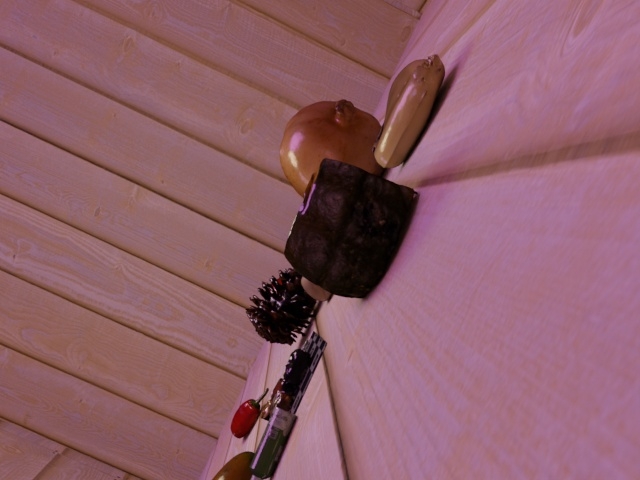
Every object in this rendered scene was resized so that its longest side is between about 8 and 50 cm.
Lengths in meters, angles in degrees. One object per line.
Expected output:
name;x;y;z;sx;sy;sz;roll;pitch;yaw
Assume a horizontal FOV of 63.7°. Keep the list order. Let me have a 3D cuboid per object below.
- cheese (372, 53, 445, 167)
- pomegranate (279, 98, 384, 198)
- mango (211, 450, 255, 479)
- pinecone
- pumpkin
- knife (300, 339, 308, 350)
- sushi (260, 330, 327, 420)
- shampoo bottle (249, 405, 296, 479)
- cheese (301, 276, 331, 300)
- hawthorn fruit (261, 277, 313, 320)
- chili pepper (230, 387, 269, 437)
cheese;0.255;-0.379;1.458;0.315;0.128;0.259;111;172;-45
pomegranate;0.048;-0.318;1.833;0.411;0.412;0.411;-155;90;-86
mango;-0.235;0.661;1.362;0.151;0.120;0.221;-52;2;23
pinecone;-0.128;0.224;1.830;0.292;0.247;0.246;-61;3;-12
pumpkin;0.059;-0.021;1.163;0.256;0.226;0.303;-63;-6;-71
knife;-0.082;0.397;1.751;0.207;0.014;0.030;-59;7;41
sushi;-0.103;0.427;1.493;0.358;0.064;0.343;-64;4;-6
shampoo bottle;-0.127;0.514;1.260;0.065;0.065;0.204;127;167;-71
cheese;0.010;0.094;1.707;0.235;0.117;0.217;115;176;-48
hawthorn fruit;-0.139;0.226;2.044;0.196;0.226;0.196;-54;-4;-5
chili pepper;-0.316;0.740;2.143;0.368;0.092;0.137;-58;-4;41
